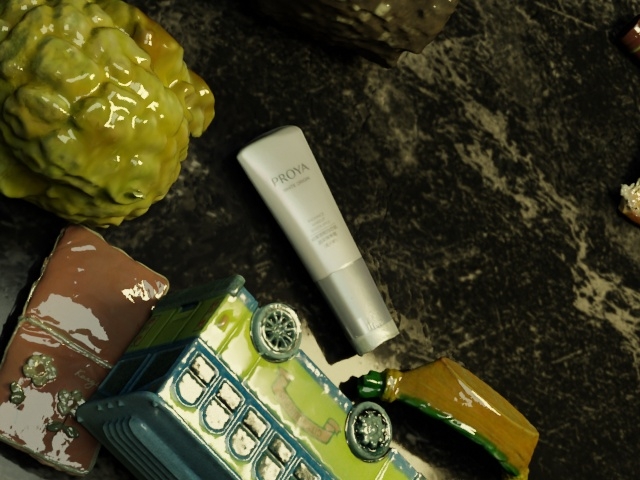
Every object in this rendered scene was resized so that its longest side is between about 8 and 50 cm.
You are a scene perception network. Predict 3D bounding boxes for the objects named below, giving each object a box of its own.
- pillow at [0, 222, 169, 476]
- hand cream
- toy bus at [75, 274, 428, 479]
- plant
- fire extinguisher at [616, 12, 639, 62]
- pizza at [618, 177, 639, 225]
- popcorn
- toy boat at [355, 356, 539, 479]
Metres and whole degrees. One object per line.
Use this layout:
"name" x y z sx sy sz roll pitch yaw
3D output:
"pillow" -0.239 0.105 1.767 0.126 0.043 0.232 30 64 -20
"hand cream" 0.000 0.000 1.918 0.079 0.048 0.255 -29 92 -29
"toy bus" -0.059 0.201 1.757 0.312 0.152 0.190 48 55 -20
"plant" -0.001 -0.332 1.906 0.312 0.213 0.215 22 73 -20
"fire extinguisher" 0.425 -0.205 2.201 0.158 0.043 0.064 42 57 -14
"pizza" 0.439 -0.096 2.170 0.185 0.052 0.195 12 86 -22
"popcorn" -0.220 -0.132 1.751 0.251 0.206 0.237 -20 74 -42
"toy boat" 0.145 0.189 1.944 0.229 0.089 0.088 37 103 -17
